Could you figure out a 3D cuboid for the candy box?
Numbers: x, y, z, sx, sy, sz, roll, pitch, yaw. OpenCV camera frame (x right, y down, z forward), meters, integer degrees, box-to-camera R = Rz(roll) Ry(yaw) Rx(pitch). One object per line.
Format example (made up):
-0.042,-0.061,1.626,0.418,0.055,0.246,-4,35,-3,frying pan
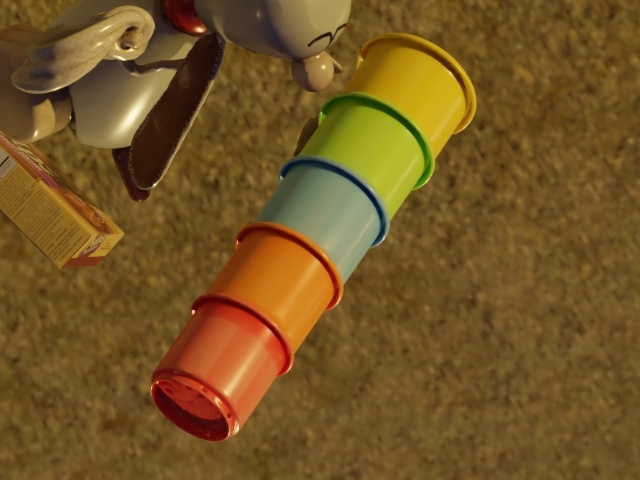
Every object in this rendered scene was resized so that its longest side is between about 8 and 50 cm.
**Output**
-0.290,-0.053,1.550,0.053,0.186,0.109,-46,173,7,candy box

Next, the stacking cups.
0.000,0.000,1.028,0.316,0.096,0.096,-58,155,-32,stacking cups

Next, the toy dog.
-0.099,-0.100,1.055,0.220,0.334,0.161,-27,107,-14,toy dog

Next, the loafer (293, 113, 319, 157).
0.030,-0.111,1.433,0.148,0.050,0.056,-20,150,40,loafer
